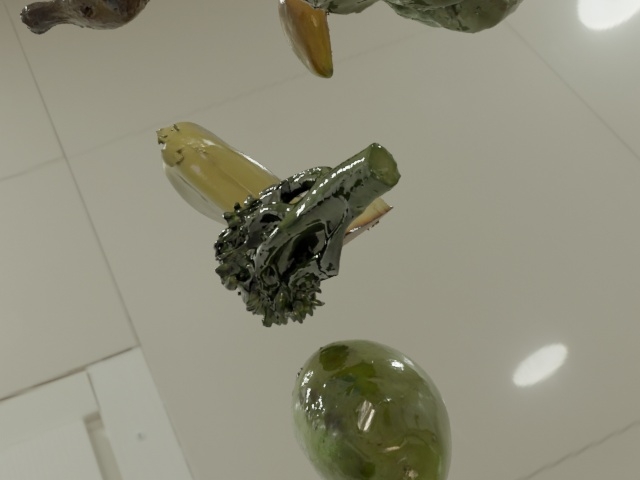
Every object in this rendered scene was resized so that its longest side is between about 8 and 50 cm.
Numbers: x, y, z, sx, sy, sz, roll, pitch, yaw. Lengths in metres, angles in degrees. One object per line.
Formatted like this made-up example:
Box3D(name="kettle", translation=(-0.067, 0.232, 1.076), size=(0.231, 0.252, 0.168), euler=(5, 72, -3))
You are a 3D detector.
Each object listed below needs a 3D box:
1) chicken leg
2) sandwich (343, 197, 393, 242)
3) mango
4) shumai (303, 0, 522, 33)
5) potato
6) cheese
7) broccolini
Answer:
Box3D(name="chicken leg", translation=(-0.314, -0.383, 1.289), size=(0.177, 0.083, 0.322), euler=(23, -44, -8))
Box3D(name="sandwich", translation=(0.000, 0.000, 1.251), size=(0.193, 0.058, 0.162), euler=(-37, -5, 37))
Box3D(name="mango", translation=(-0.025, -0.363, 1.594), size=(0.066, 0.188, 0.101), euler=(-20, 2, -32))
Box3D(name="shumai", translation=(0.040, -0.339, 0.897), size=(0.304, 0.309, 0.263), euler=(29, -27, -32))
Box3D(name="potato", translation=(0.070, 0.244, 1.243), size=(0.215, 0.304, 0.216), euler=(-1, -86, -16))
Box3D(name="cheese", translation=(-0.148, -0.094, 1.581), size=(0.316, 0.259, 0.128), euler=(34, -99, -21))
Box3D(name="broccolini", translation=(-0.018, -0.008, 0.520), size=(0.068, 0.091, 0.203), euler=(-8, -18, -16))
